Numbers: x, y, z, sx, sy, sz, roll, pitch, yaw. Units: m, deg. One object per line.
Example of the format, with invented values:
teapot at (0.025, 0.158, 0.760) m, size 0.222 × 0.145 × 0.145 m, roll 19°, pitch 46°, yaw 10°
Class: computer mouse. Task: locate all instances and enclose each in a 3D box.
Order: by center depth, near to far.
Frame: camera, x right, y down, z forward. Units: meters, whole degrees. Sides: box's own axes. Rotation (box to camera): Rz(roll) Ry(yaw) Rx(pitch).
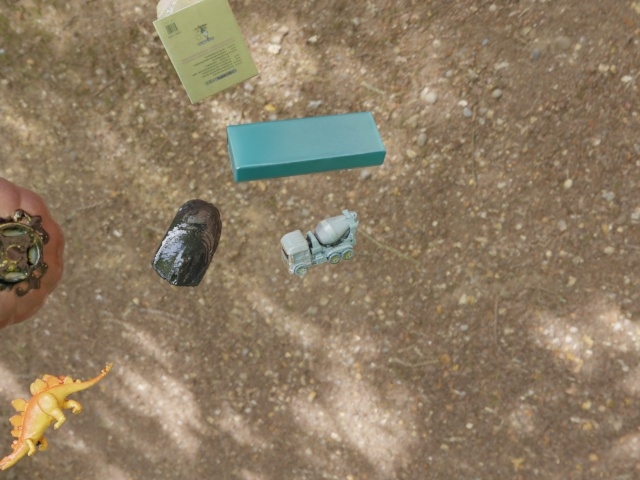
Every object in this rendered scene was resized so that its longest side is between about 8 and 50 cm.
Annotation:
computer mouse at (-0.294, 0.001, 1.492) m, size 0.122 × 0.217 × 0.073 m, roll 28°, pitch 161°, yaw -18°

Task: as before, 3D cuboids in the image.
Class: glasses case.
glasses case at (-0.029, -0.184, 1.308) m, size 0.300 × 0.117 × 0.070 m, roll -8°, pitch 149°, yaw -12°

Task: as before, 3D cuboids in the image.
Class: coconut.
coconut at (-0.377, -0.632, 1.860) m, size 0.147 × 0.147 × 0.152 m, roll -16°, pitch 147°, yaw 43°

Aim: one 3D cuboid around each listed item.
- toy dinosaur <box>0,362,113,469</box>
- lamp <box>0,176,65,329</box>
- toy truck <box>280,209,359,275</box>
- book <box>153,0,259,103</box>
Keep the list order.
toy dinosaur at (-0.560, 0.336, 1.341) m, size 0.117 × 0.288 × 0.070 m, roll 37°, pitch 162°, yaw 8°
lamp at (-0.622, 0.025, 1.226) m, size 0.239 × 0.305 × 0.305 m, roll -2°, pitch 125°, yaw 43°
toy truck at (0.000, 0.000, 2.060) m, size 0.108 × 0.256 × 0.140 m, roll -122°, pitch 17°, yaw -49°
book at (-0.249, -0.422, 1.443) m, size 0.013 × 0.167 × 0.192 m, roll -127°, pitch 13°, yaw -69°
